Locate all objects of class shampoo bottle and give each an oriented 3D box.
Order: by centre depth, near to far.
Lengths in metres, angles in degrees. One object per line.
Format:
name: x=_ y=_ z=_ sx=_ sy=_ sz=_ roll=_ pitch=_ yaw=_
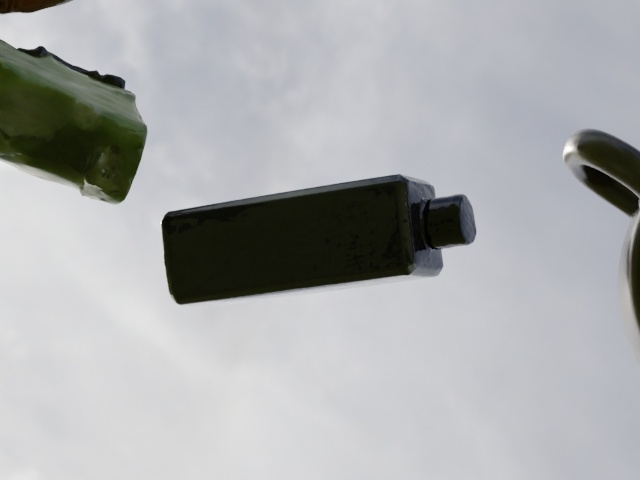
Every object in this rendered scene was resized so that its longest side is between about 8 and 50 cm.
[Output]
shampoo bottle: x=0.000 y=0.000 z=1.299 sx=0.246 sy=0.080 sz=0.079 roll=-8 pitch=-95 yaw=22

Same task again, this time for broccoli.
broccoli: x=-0.318 y=-0.102 z=1.205 sx=0.361 sy=0.252 sz=0.221 roll=38 pitch=-11 yaw=-13

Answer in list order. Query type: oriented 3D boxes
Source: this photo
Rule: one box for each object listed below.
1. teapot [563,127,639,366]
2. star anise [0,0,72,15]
teapot: x=0.252 y=0.014 z=0.925 sx=0.268 sy=0.185 sz=0.175 roll=32 pitch=-5 yaw=8
star anise: x=-0.307 y=-0.268 z=1.381 sx=0.237 sy=0.148 sz=0.346 roll=7 pitch=-15 yaw=15
